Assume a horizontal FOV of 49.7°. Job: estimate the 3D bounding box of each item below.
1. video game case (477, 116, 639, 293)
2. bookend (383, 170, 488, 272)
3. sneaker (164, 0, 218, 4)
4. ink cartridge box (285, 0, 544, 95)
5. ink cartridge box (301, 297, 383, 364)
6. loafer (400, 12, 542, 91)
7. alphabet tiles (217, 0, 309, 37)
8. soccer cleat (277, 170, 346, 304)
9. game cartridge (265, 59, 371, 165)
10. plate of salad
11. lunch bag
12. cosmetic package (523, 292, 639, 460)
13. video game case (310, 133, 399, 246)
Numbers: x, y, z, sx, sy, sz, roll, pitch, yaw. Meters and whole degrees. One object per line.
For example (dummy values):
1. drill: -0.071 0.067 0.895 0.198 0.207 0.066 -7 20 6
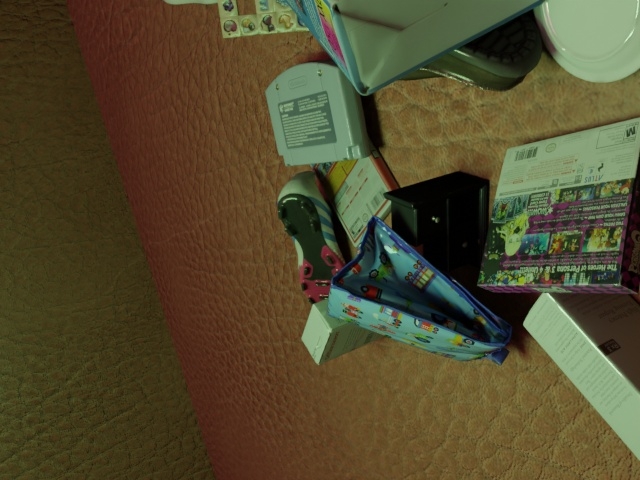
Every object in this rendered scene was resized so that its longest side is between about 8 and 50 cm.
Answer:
1. video game case: 0.311 -0.036 0.881 0.232 0.042 0.210 -8 64 60
2. bookend: 0.185 -0.014 1.099 0.072 0.157 0.156 29 129 52
3. sneaker: -0.314 -0.655 1.672 0.256 0.094 0.151 18 127 44
4. ink cartridge box: 0.068 -0.403 0.911 0.395 0.270 0.151 60 176 37
5. ink cartridge box: 0.060 0.162 1.393 0.072 0.175 0.127 54 146 29
6. loafer: 0.152 -0.294 0.993 0.366 0.134 0.130 36 154 34
7. alphabet tiles: -0.092 -0.496 1.313 0.237 0.009 0.198 1 111 18
8. soccer cleat: 0.000 0.000 1.502 0.116 0.143 0.331 -3 128 19
9. game cartridge: -0.011 -0.251 1.366 0.297 0.062 0.198 6 106 59
10. plate of salad: 0.329 -0.287 0.810 0.200 0.048 0.200 49 151 39
11. lunch bag: 0.167 0.118 1.111 0.293 0.138 0.221 31 165 8
12. cosmetic package: 0.386 0.152 0.886 0.231 0.117 0.085 52 146 31
13. video game case: 0.050 -0.153 1.393 0.285 0.025 0.204 62 150 17
